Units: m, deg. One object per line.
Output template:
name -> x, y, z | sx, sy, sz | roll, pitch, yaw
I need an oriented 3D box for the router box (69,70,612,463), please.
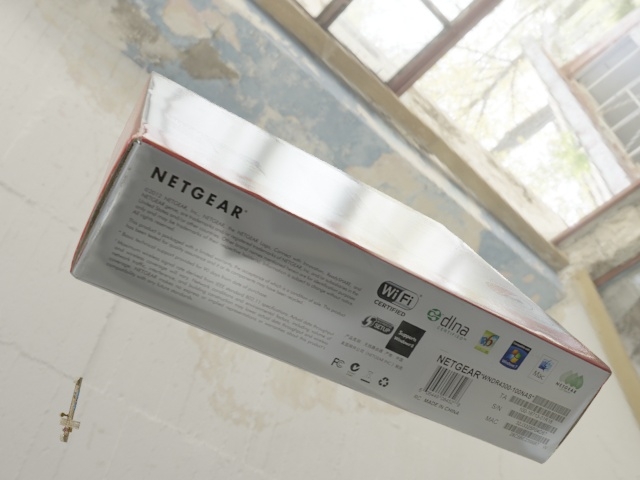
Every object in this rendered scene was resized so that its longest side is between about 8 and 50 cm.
router box -> 0.000, 0.000, 0.506 | 0.335, 0.082, 0.301 | 26, -167, -21

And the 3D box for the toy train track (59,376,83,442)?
toy train track -> -0.328, 0.220, 0.849 | 0.014, 0.048, 0.083 | 27, -113, -46
